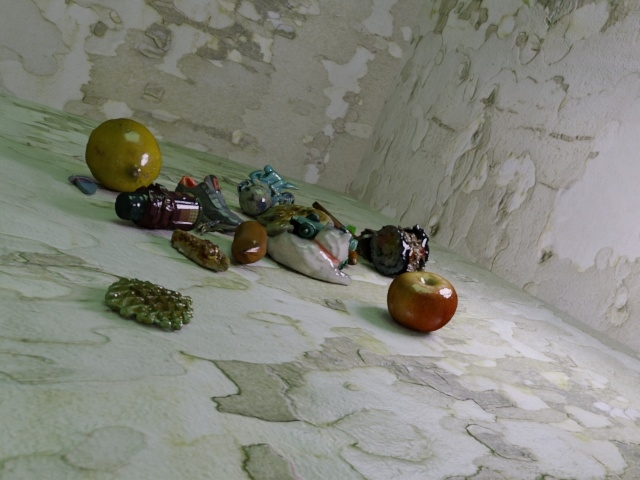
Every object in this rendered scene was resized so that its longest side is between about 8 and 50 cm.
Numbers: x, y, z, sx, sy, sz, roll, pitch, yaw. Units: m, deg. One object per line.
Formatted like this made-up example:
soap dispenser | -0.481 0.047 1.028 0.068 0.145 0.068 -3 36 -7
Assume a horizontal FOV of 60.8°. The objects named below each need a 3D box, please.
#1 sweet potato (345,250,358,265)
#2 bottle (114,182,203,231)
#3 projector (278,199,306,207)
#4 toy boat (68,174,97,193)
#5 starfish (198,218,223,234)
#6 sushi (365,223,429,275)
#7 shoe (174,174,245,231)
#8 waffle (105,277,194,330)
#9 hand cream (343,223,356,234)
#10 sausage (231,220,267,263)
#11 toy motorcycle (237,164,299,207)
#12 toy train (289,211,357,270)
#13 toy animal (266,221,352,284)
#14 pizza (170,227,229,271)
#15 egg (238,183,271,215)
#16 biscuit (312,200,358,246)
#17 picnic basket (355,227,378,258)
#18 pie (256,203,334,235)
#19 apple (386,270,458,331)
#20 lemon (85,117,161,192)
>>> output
sweet potato | 0.064 0.011 2.258 0.112 0.112 0.359 11 14 -42
bottle | -0.506 -0.106 1.699 0.156 0.143 0.271 29 15 35
projector | -0.080 -0.103 2.565 0.194 0.088 0.269 12 15 -26
toy boat | -0.780 -0.175 1.825 0.096 0.034 0.122 7 27 -50
starfish | -0.405 -0.059 1.888 0.130 0.041 0.133 41 22 26
sushi | 0.340 0.043 2.299 0.219 0.238 0.225 -8 20 -35
shoe | -0.400 -0.153 2.018 0.336 0.171 0.132 25 12 21
waffle | -0.355 0.130 1.148 0.183 0.036 0.169 18 14 -11
hand cream | 0.064 -0.092 2.902 0.275 0.050 0.079 23 -16 30
sausage | -0.226 0.013 1.741 0.112 0.112 0.328 19 12 -9
toy motorcycle | -0.259 -0.275 2.767 0.296 0.198 0.109 20 7 -10
toy train | 0.000 0.000 2.044 0.269 0.154 0.115 21 33 -1
toy animal | -0.050 0.012 1.900 0.266 0.188 0.308 0 26 -39
pizza | -0.346 0.023 1.593 0.127 0.058 0.246 8 15 -45
egg | -0.290 -0.179 2.406 0.141 0.141 0.182 15 3 -28
biscuit | 0.082 -0.073 2.591 0.318 0.040 0.318 41 3 -3
picnic basket | 0.208 0.015 2.428 0.178 0.128 0.137 6 48 -37
pie | -0.102 -0.084 2.277 0.338 0.075 0.337 0 21 0
apple | 0.315 0.196 1.718 0.235 0.173 0.210 7 20 -21
lemon | -0.702 -0.300 1.957 0.258 0.258 0.310 9 25 -45
